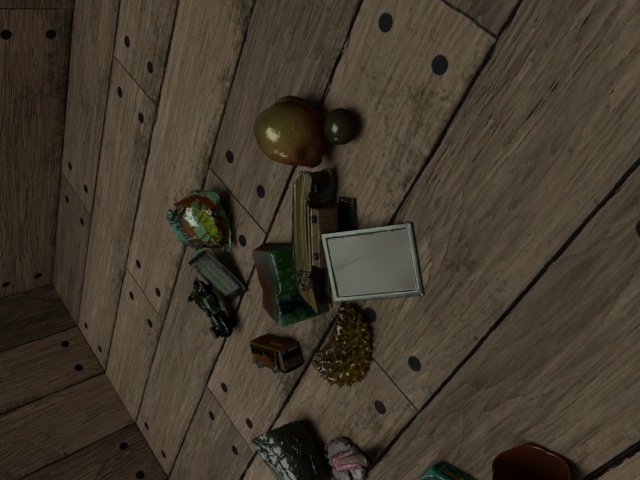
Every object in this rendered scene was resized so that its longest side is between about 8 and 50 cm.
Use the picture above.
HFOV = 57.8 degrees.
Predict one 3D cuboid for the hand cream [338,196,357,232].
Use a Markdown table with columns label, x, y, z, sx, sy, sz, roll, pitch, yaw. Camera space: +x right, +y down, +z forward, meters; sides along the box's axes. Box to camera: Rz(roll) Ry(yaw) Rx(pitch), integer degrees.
| label | x | y | z | sx | sy | sz | roll | pitch | yaw |
| --- | --- | --- | --- | --- | --- | --- | --- | --- | --- |
| hand cream | 0.081 | -0.050 | 1.754 | 0.062 | 0.039 | 0.163 | 14 | 108 | 46 |

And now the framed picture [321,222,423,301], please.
| label | x | y | z | sx | sy | sz | roll | pitch | yaw |
| --- | --- | --- | --- | --- | --- | --- | --- | --- | --- |
| framed picture | 0.147 | 0.066 | 1.654 | 0.275 | 0.017 | 0.216 | -5 | 101 | 22 |

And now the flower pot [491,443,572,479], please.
| label | x | y | z | sx | sy | sz | roll | pitch | yaw |
| --- | --- | --- | --- | --- | --- | --- | --- | --- | --- |
| flower pot | 0.520 | 0.634 | 1.431 | 0.191 | 0.191 | 0.173 | 18 | 129 | 43 |

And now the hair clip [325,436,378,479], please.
| label | x | y | z | sx | sy | sz | roll | pitch | yaw |
| --- | --- | --- | --- | --- | --- | --- | --- | --- | --- |
| hair clip | 0.115 | 0.750 | 1.980 | 0.172 | 0.069 | 0.300 | 64 | 149 | 11 |

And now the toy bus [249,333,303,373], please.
| label | x | y | z | sx | sy | sz | roll | pitch | yaw |
| --- | --- | --- | --- | --- | --- | --- | --- | --- | --- |
| toy bus | -0.164 | 0.415 | 2.142 | 0.201 | 0.098 | 0.114 | 3 | 107 | 48 |

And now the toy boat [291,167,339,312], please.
| label | x | y | z | sx | sy | sz | roll | pitch | yaw |
| --- | --- | --- | --- | --- | --- | --- | --- | --- | --- |
| toy boat | 0.000 | 0.000 | 1.766 | 0.162 | 0.136 | 0.444 | 14 | 111 | 39 |

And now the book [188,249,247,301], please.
| label | x | y | z | sx | sy | sz | roll | pitch | yaw |
| --- | --- | --- | --- | --- | --- | --- | --- | --- | --- |
| book | -0.404 | 0.139 | 2.285 | 0.231 | 0.026 | 0.157 | 46 | 141 | -11 |

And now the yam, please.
| label | x | y | z | sx | sy | sz | roll | pitch | yaw |
| --- | --- | --- | --- | --- | --- | --- | --- | --- | --- |
| yam | -0.091 | 0.808 | 2.134 | 0.202 | 0.202 | 0.271 | -30 | 74 | 12 |

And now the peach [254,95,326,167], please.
| label | x | y | z | sx | sy | sz | roll | pitch | yaw |
| --- | --- | --- | --- | --- | --- | --- | --- | --- | --- |
| peach | -0.081 | -0.305 | 1.704 | 0.233 | 0.233 | 0.232 | 19 | 118 | 42 |

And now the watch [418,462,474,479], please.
| label | x | y | z | sx | sy | sz | roll | pitch | yaw |
| --- | --- | --- | --- | --- | --- | --- | --- | --- | --- |
| watch | 0.383 | 0.757 | 1.701 | 0.237 | 0.068 | 0.194 | 17 | 118 | 39 |

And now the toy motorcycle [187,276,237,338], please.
| label | x | y | z | sx | sy | sz | roll | pitch | yaw |
| --- | --- | --- | --- | --- | --- | --- | --- | --- | --- |
| toy motorcycle | -0.447 | 0.278 | 2.372 | 0.274 | 0.125 | 0.187 | 59 | 160 | 4 |

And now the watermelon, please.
| label | x | y | z | sx | sy | sz | roll | pitch | yaw |
| --- | --- | --- | --- | --- | --- | --- | --- | --- | --- |
| watermelon | -0.127 | 0.142 | 1.957 | 0.302 | 0.151 | 0.263 | 2 | 106 | 47 |

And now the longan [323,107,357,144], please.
| label | x | y | z | sx | sy | sz | roll | pitch | yaw |
| --- | --- | --- | --- | --- | --- | --- | --- | --- | --- |
| longan | 0.053 | -0.323 | 1.637 | 0.113 | 0.092 | 0.113 | 163 | 90 | -71 |

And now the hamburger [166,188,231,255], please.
| label | x | y | z | sx | sy | sz | roll | pitch | yaw |
| --- | --- | --- | --- | --- | --- | --- | --- | --- | --- |
| hamburger | -0.451 | -0.079 | 2.256 | 0.276 | 0.150 | 0.260 | -10 | 115 | 35 |

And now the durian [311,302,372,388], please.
| label | x | y | z | sx | sy | sz | roll | pitch | yaw |
| --- | --- | --- | --- | --- | --- | --- | --- | --- | --- |
| durian | 0.066 | 0.364 | 1.860 | 0.191 | 0.112 | 0.341 | 48 | 132 | 27 |
